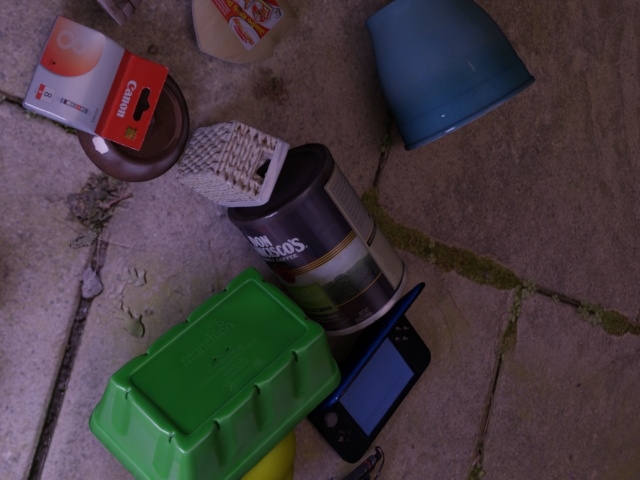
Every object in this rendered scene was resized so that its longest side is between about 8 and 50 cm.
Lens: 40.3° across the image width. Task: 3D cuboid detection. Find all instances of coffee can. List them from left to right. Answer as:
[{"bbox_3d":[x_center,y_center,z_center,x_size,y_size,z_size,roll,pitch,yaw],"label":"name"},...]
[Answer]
[{"bbox_3d":[0.000,0.000,1.505,0.201,0.202,0.275,-50,120,-24],"label":"coffee can"}]

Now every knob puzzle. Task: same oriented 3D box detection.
[{"bbox_3d":[-0.146,-0.384,1.475,0.213,0.030,0.213,-3,95,-38],"label":"knob puzzle"}]

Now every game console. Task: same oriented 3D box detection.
[{"bbox_3d":[0.122,0.254,1.635,0.293,0.173,0.250,-49,119,-24],"label":"game console"}]

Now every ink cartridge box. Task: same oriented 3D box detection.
[{"bbox_3d":[-0.331,-0.232,1.300,0.179,0.045,0.145,20,81,-13],"label":"ink cartridge box"}]

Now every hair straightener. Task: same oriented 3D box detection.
[{"bbox_3d":[0.045,0.483,1.680,0.230,0.047,0.089,-40,145,-32],"label":"hair straightener"}]

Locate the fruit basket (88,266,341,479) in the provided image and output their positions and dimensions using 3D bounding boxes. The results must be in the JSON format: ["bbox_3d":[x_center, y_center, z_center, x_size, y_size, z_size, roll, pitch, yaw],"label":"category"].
[{"bbox_3d":[-0.152,0.277,1.421,0.392,0.283,0.392,-43,160,-20],"label":"fruit basket"}]

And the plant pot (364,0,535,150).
[{"bbox_3d":[0.220,-0.344,1.627,0.272,0.272,0.255,-34,99,-31],"label":"plant pot"}]

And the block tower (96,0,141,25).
[{"bbox_3d":[-0.229,-0.484,1.291,0.335,0.097,0.091,-50,166,-4],"label":"block tower"}]

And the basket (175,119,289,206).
[{"bbox_3d":[-0.146,-0.125,1.409,0.103,0.167,0.113,27,76,-31],"label":"basket"}]

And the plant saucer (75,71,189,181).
[{"bbox_3d":[-0.287,-0.191,1.377,0.199,0.036,0.198,-3,94,-38],"label":"plant saucer"}]
